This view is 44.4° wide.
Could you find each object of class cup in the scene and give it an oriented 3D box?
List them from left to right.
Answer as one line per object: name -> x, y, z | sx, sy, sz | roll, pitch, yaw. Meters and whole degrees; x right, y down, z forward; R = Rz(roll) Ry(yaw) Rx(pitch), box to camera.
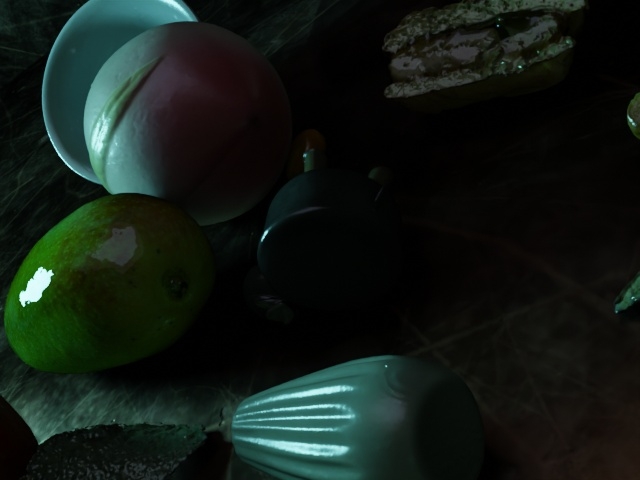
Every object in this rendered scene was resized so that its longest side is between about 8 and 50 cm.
cup -> -0.305, -0.259, 1.392 | 0.347, 0.163, 0.347 | -2, 86, 22

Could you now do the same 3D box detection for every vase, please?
vase -> 0.017, 0.168, 0.685 | 0.248, 0.128, 0.128 | -13, 39, 46

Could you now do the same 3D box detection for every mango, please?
mango -> -0.289, 0.062, 1.030 | 0.382, 0.201, 0.225 | -20, 57, 41
mango -> -0.024, -0.124, 1.158 | 0.060, 0.046, 0.089 | 9, 66, 50

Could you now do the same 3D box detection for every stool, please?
stool -> -0.006, -0.006, 0.887 | 0.228, 0.153, 0.139 | -21, 36, 22

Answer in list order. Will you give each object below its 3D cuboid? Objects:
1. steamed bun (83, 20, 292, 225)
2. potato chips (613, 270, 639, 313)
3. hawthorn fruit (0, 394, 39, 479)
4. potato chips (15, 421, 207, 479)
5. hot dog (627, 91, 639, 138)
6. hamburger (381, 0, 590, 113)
steamed bun -> -0.167, -0.161, 1.099 | 0.309, 0.309, 0.309 | -24, 35, 18
potato chips -> 0.343, -0.004, 0.680 | 0.207, 0.028, 0.092 | -44, 32, -15
hawthorn fruit -> -0.454, 0.271, 0.874 | 0.284, 0.284, 0.284 | -24, 35, 18
potato chips -> -0.235, 0.261, 0.820 | 0.167, 0.059, 0.228 | 20, 48, 21
hot dog -> 0.412, -0.134, 0.763 | 0.215, 0.047, 0.066 | -2, 83, 42
hamburger -> 0.218, -0.244, 1.007 | 0.262, 0.131, 0.124 | -7, 77, 29
